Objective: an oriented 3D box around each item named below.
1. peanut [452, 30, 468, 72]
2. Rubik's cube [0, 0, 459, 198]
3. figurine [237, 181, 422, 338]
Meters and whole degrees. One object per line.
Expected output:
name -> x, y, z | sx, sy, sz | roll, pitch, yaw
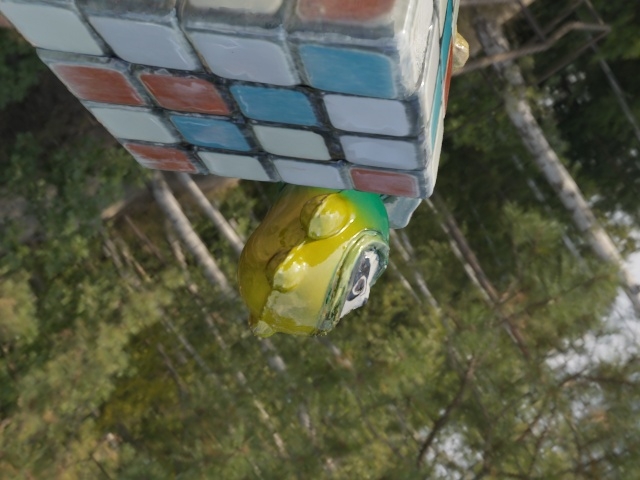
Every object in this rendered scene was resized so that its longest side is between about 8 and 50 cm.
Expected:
peanut -> 0.237, -0.375, 1.537 | 0.089, 0.089, 0.192 | -35, 161, 14
Rubik's cube -> -0.031, -0.197, 0.563 | 0.253, 0.258, 0.256 | 66, 34, -72
figurine -> 0.000, 0.000, 1.254 | 0.340, 0.231, 0.324 | -49, 170, -41
